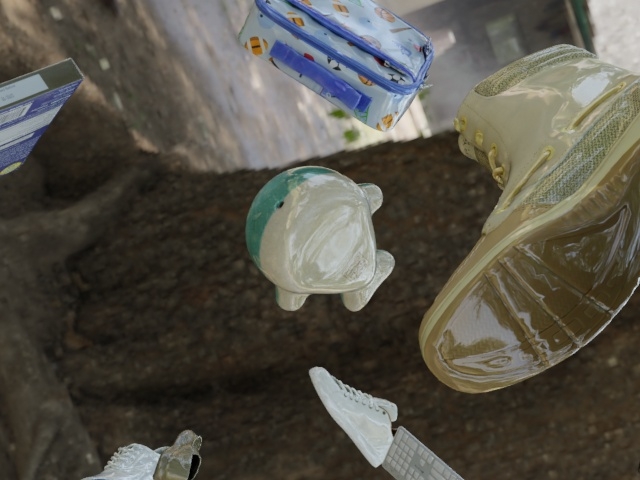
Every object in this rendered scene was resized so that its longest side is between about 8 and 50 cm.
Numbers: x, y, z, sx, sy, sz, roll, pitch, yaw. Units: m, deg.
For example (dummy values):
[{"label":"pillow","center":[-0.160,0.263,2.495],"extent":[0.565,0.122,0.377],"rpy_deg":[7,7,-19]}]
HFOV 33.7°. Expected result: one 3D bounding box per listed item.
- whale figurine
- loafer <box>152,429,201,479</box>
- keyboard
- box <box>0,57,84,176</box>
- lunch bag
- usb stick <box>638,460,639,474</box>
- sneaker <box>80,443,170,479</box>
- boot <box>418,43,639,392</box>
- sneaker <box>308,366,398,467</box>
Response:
[{"label":"whale figurine","center":[0.000,0.000,1.487],"extent":[0.141,0.216,0.272],"rpy_deg":[36,-1,38]},{"label":"loafer","center":[-0.192,0.310,1.480],"extent":[0.148,0.050,0.056],"rpy_deg":[-38,152,-76]},{"label":"keyboard","center":[0.181,0.363,1.509],"extent":[0.014,0.072,0.256],"rpy_deg":[2,24,-41]},{"label":"box","center":[-0.374,-0.122,1.220],"extent":[0.136,0.225,0.036],"rpy_deg":[-33,87,-42]},{"label":"lunch bag","center":[0.035,-0.303,1.651],"extent":[0.303,0.115,0.243],"rpy_deg":[31,34,1]},{"label":"usb stick","center":[0.299,0.101,0.664],"extent":[0.278,0.077,0.045],"rpy_deg":[-11,64,-40]},{"label":"sneaker","center":[-0.335,0.398,1.813],"extent":[0.258,0.094,0.091],"rpy_deg":[20,60,-66]},{"label":"boot","center":[0.140,-0.029,0.734],"extent":[0.095,0.262,0.203],"rpy_deg":[43,0,-27]},{"label":"sneaker","center":[0.085,0.353,2.269],"extent":[0.290,0.123,0.106],"rpy_deg":[52,3,-29]}]
